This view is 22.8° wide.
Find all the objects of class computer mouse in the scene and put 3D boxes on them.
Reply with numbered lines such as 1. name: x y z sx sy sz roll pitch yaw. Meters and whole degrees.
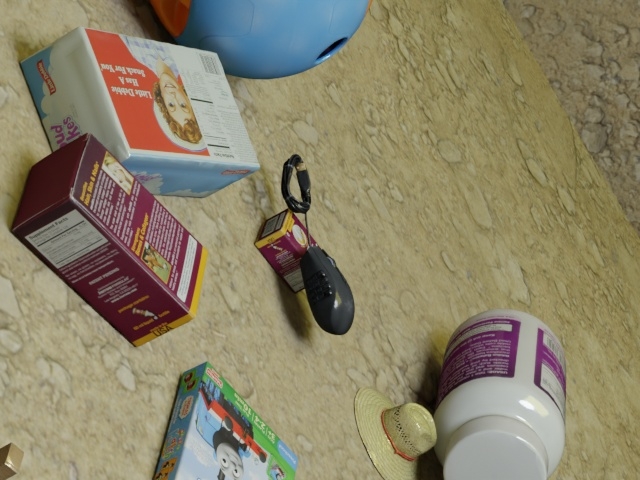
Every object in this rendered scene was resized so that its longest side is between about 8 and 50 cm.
1. computer mouse: 0.000 0.000 1.894 0.071 0.041 0.242 17 52 -53

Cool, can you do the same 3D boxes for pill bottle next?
1. pill bottle: 0.230 0.223 2.035 0.169 0.169 0.301 55 21 -14

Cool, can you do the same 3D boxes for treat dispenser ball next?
1. treat dispenser ball: -0.071 -0.339 1.913 0.288 0.288 0.288 43 31 -34

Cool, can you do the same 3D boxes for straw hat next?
1. straw hat: 0.107 0.233 1.943 0.144 0.061 0.144 44 30 -34

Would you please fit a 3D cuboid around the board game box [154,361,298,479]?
1. board game box: -0.094 0.246 1.577 0.160 0.039 0.211 50 29 -25

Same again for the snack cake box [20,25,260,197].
1. snack cake box: -0.188 -0.133 1.721 0.264 0.089 0.152 2 65 -61

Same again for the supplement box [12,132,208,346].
1. supplement box: -0.204 0.001 1.565 0.188 0.080 0.104 47 29 -30

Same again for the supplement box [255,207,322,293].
1. supplement box: -0.035 0.012 1.917 0.083 0.043 0.055 52 26 -21

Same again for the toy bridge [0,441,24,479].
1. toy bridge: -0.267 0.186 1.281 0.188 0.063 0.026 46 30 -27
